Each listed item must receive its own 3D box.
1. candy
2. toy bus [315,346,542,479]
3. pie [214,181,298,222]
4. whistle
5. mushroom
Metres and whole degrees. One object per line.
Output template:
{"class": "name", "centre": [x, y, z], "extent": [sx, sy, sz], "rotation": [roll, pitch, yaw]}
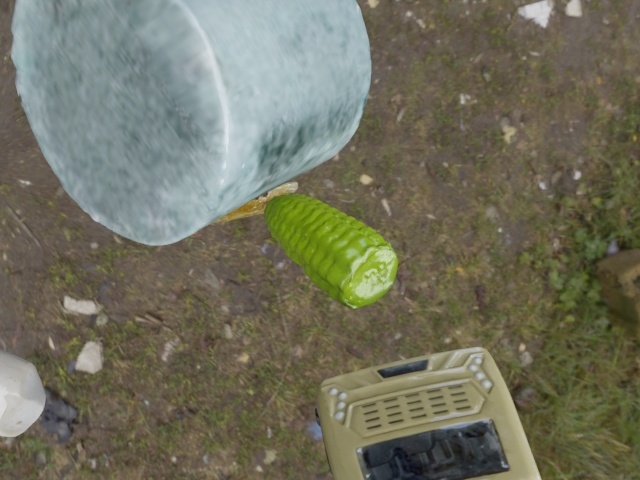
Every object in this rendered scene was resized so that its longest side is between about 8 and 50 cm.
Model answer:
{"class": "candy", "centre": [0.000, 0.000, 0.821], "extent": [0.097, 0.209, 0.096], "rotation": [-24, 132, -30]}
{"class": "toy bus", "centre": [0.107, 0.289, 0.621], "extent": [0.177, 0.201, 0.365], "rotation": [-13, 122, 0]}
{"class": "pie", "centre": [-0.176, -0.105, 1.741], "extent": [0.283, 0.128, 0.068], "rotation": [-13, 67, -48]}
{"class": "whistle", "centre": [-0.067, -0.170, 0.426], "extent": [0.168, 0.188, 0.404], "rotation": [-35, 150, -49]}
{"class": "mushroom", "centre": [-0.424, 0.156, 0.780], "extent": [0.213, 0.088, 0.097], "rotation": [30, 85, -8]}
